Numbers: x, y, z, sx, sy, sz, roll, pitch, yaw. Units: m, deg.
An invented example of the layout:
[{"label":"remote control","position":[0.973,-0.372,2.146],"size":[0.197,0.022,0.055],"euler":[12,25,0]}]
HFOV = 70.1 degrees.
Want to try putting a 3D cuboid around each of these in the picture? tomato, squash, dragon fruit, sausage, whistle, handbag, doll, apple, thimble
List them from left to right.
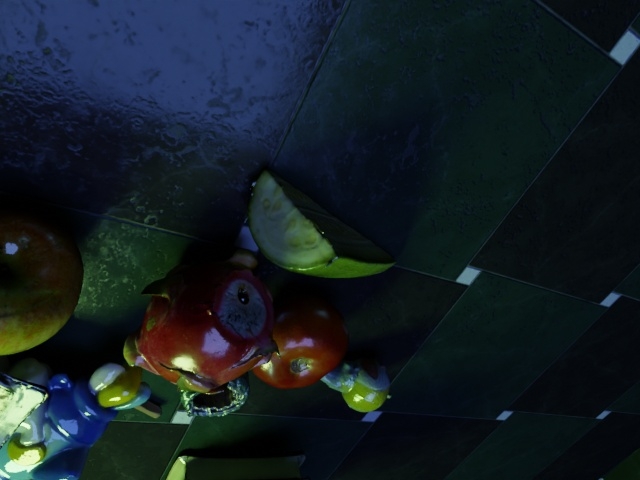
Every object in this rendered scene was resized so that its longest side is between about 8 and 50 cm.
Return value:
[{"label":"apple","position":[-0.425,0.059,0.605],"size":[0.196,0.196,0.196],"euler":[-9,128,-12]},{"label":"doll","position":[-0.502,0.294,0.756],"size":[0.366,0.187,0.376],"euler":[23,130,-25]},{"label":"sausage","position":[-0.375,0.332,0.933],"size":[0.026,0.026,0.116],"euler":[-35,128,8]},{"label":"dragon fruit","position":[-0.182,0.136,0.732],"size":[0.227,0.224,0.224],"euler":[-17,137,35]},{"label":"thimble","position":[-0.211,0.284,0.912],"size":[0.135,0.090,0.118],"euler":[-8,125,-11]},{"label":"handbag","position":[-0.221,0.675,1.160],"size":[0.359,0.160,0.236],"euler":[14,124,-27]},{"label":"tomato","position":[-0.044,0.188,0.866],"size":[0.195,0.136,0.195],"euler":[-8,129,-10]},{"label":"squash","position":[0.000,0.000,0.808],"size":[0.111,0.203,0.289],"euler":[-46,162,16]},{"label":"whistle","position":[0.071,0.302,1.017],"size":[0.223,0.123,0.123],"euler":[28,114,-17]}]

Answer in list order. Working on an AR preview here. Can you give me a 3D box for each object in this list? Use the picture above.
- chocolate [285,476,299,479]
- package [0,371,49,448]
[{"label":"chocolate","position":[-0.119,0.739,0.966],"size":[0.314,0.297,0.326],"euler":[-4,118,-26]},{"label":"package","position":[-0.524,0.203,0.624],"size":[0.239,0.030,0.154],"euler":[40,100,-20]}]
